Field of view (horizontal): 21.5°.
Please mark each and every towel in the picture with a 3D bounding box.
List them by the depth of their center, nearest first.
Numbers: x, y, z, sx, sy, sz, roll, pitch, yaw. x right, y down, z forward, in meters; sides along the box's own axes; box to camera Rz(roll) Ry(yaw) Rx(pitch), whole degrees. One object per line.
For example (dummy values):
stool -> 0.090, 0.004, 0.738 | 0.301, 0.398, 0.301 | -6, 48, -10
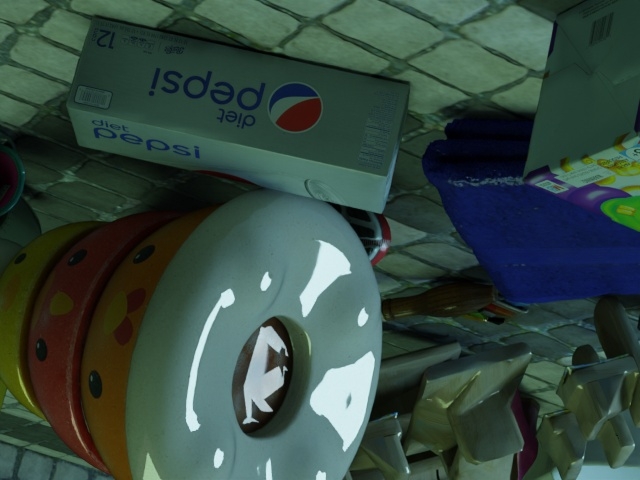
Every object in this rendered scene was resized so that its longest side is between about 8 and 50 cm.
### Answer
towel -> 0.238, -0.027, 1.548 | 0.228, 0.076, 0.308 | -2, 157, 20

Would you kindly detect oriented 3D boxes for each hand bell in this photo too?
hand bell -> 0.088, 0.080, 1.945 | 0.242, 0.126, 0.126 | -9, 154, 24

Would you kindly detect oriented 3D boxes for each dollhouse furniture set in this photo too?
dollhouse furniture set -> 0.141, 0.190, 1.948 | 0.362, 0.256, 0.394 | -14, 154, -11

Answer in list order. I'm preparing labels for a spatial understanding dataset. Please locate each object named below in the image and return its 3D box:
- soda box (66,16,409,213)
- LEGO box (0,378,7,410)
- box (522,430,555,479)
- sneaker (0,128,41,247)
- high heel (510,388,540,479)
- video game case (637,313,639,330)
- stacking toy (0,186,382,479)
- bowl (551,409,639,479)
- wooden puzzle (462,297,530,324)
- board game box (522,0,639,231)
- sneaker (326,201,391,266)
soda box -> -0.071, -0.108, 1.477 | 0.286, 0.091, 0.098 | 13, 162, 2
LEGO box -> -0.591, 0.232, 2.196 | 0.193, 0.500, 0.372 | 7, 160, 17
box -> 0.363, 0.331, 2.467 | 0.113, 0.094, 0.275 | 15, 162, -5
sneaker -> -0.371, -0.050, 1.829 | 0.178, 0.123, 0.295 | 10, 163, 41
high heel -> 0.227, 0.246, 2.275 | 0.082, 0.117, 0.244 | 3, 159, 29
video game case -> 0.484, 0.086, 1.772 | 0.274, 0.026, 0.196 | 11, 161, 6
stacking toy -> -0.212, 0.096, 1.660 | 0.480, 0.350, 0.350 | 10, 163, 35
bowl -> 0.454, 0.268, 2.155 | 0.298, 0.134, 0.298 | 12, 162, 4
wooden puzzle -> 0.199, 0.082, 1.977 | 0.079, 0.014, 0.116 | 15, 161, -6
board game box -> 0.311, -0.071, 1.238 | 0.275, 0.142, 0.144 | 21, 160, -22
sneaker -> 0.000, 0.000, 1.786 | 0.118, 0.107, 0.279 | 3, 173, -33
